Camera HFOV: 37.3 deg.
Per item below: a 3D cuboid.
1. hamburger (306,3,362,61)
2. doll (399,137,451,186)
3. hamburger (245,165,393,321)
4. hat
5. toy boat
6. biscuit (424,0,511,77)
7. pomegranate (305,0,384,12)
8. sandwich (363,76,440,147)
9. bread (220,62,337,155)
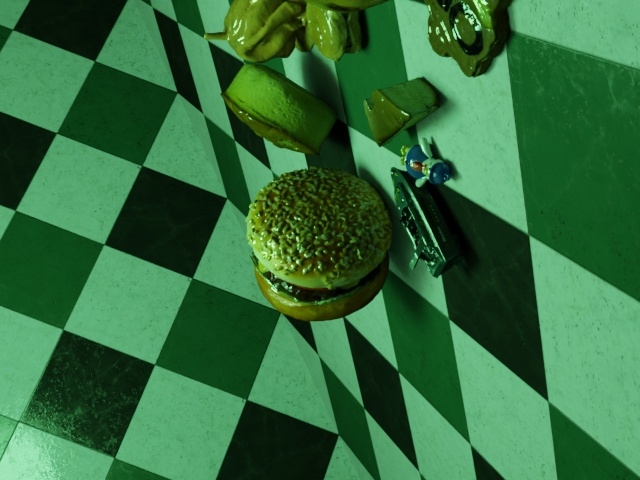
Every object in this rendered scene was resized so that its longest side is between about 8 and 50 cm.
[{"bbox_3d":[0.026,-0.437,1.901,0.138,0.083,0.147,-125,23,-51],"label":"hamburger"},{"bbox_3d":[0.199,-0.140,1.777,0.143,0.058,0.098,39,132,51],"label":"doll"},{"bbox_3d":[0.000,0.000,2.132,0.330,0.330,0.250,56,165,36],"label":"hamburger"},{"bbox_3d":[-0.161,-0.502,2.153,0.244,0.233,0.233,57,160,30],"label":"hat"},{"bbox_3d":[0.191,-0.041,1.852,0.093,0.103,0.246,105,144,-66],"label":"toy boat"},{"bbox_3d":[0.212,-0.367,1.458,0.208,0.041,0.290,65,164,13],"label":"biscuit"},{"bbox_3d":[0.052,-0.473,1.394,0.307,0.307,0.307,58,161,33],"label":"pomegranate"},{"bbox_3d":[0.144,-0.246,1.753,0.088,0.090,0.244,63,167,1],"label":"sandwich"},{"bbox_3d":[-0.096,-0.301,2.198,0.270,0.148,0.270,32,-172,-5],"label":"bread"}]
